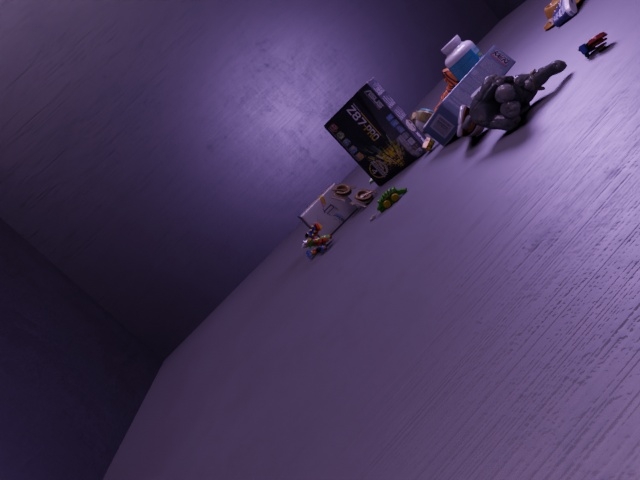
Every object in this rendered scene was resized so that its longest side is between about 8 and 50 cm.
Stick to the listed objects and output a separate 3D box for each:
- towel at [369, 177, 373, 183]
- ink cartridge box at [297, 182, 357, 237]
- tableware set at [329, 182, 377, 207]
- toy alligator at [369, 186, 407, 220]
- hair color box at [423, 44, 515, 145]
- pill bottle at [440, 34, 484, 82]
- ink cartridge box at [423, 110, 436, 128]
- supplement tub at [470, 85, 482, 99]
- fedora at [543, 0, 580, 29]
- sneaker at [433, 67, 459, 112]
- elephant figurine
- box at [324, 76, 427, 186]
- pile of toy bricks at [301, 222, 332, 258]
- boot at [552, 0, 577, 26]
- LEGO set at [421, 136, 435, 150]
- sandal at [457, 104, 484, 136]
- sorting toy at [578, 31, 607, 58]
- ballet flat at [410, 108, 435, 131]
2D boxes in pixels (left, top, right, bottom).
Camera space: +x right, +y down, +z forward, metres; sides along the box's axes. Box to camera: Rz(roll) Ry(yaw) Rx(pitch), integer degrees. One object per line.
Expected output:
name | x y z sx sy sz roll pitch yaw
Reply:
towel | 0.320 -0.375 2.538 0.113 0.023 0.152 -39 10 36
ink cartridge box | 0.033 -0.141 2.292 0.233 0.168 0.171 -45 8 -4
tableware set | 0.149 -0.223 2.140 0.128 0.194 0.039 -52 -30 -39
toy alligator | 0.240 -0.148 1.749 0.190 0.051 0.056 -41 9 25
hair color box | 0.572 -0.557 1.796 0.374 0.114 0.185 -47 -5 -19
pill bottle | 0.658 -0.782 2.073 0.146 0.264 0.146 -44 9 9
ink cartridge box | 0.578 -0.588 2.196 0.198 0.067 0.115 -53 12 -34
supplement tub | 0.561 -0.461 1.546 0.071 0.107 0.071 -44 8 8
fedora | 1.028 -1.003 2.008 0.194 0.079 0.194 -43 8 8
sneaker | 0.645 -0.757 2.297 0.124 0.180 0.321 -51 10 -34
elephant figurine | 0.554 -0.419 1.342 0.239 0.186 0.169 -38 -39 -30
box | 0.254 -0.481 2.114 0.318 0.395 0.097 -36 11 43
pile of toy bricks | 0.000 0.000 2.089 0.105 0.118 0.212 -19 -21 -26
boot | 0.992 -0.964 1.905 0.086 0.069 0.189 -38 30 56
LEGO set | 0.538 -0.491 1.945 0.287 0.107 0.132 -53 -24 -22
sandal | 0.514 -0.400 1.552 0.076 0.101 0.265 10 19 25
sorting toy | 0.740 -0.523 1.263 0.061 0.042 0.102 -28 -1 9
ballet flat | 0.543 -0.633 2.485 0.123 0.123 0.348 -43 9 10
